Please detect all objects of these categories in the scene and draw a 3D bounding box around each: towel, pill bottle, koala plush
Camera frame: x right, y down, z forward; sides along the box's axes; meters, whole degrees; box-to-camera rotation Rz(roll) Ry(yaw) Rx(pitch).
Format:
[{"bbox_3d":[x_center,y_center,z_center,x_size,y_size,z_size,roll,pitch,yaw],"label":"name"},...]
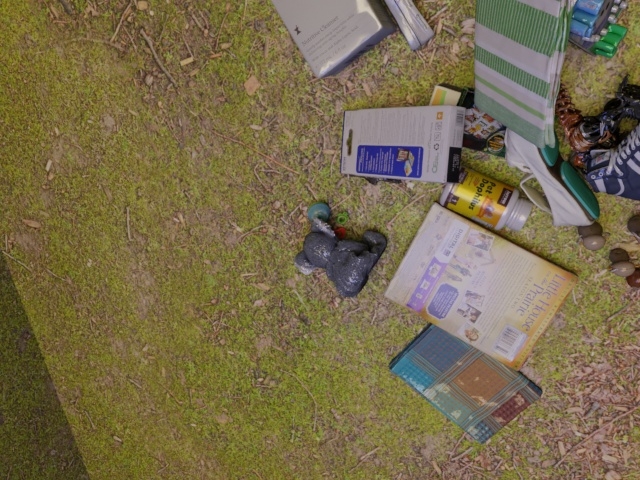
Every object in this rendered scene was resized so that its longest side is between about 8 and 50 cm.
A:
[{"bbox_3d":[0.419,0.412,1.628,0.370,0.040,0.271,39,117,5],"label":"towel"},{"bbox_3d":[0.384,-0.362,1.073,0.038,0.248,0.325,-25,134,-11],"label":"towel"},{"bbox_3d":[0.424,-0.104,1.410,0.215,0.117,0.117,25,114,11],"label":"pill bottle"},{"bbox_3d":[0.042,0.041,1.555,0.221,0.203,0.196,31,115,9],"label":"koala plush"}]

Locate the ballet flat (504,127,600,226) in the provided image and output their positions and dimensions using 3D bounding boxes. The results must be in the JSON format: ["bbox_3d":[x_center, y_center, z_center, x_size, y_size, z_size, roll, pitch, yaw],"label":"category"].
[{"bbox_3d":[0.518,-0.178,1.303,0.139,0.139,0.400,-29,113,26],"label":"ballet flat"}]

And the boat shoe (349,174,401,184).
[{"bbox_3d":[0.150,-0.177,1.523,0.152,0.056,0.049,2,103,20],"label":"boat shoe"}]

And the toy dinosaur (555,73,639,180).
[{"bbox_3d":[0.650,-0.252,1.267,0.322,0.164,0.218,33,135,-16],"label":"toy dinosaur"}]

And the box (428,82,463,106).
[{"bbox_3d":[0.314,-0.283,1.394,0.103,0.114,0.203,22,115,13],"label":"box"}]

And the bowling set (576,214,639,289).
[{"bbox_3d":[0.776,0.037,1.304,0.287,0.154,0.200,-13,102,24],"label":"bowling set"}]

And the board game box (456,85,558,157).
[{"bbox_3d":[0.436,-0.272,1.327,0.259,0.030,0.136,11,112,-18],"label":"board game box"}]

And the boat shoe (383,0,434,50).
[{"bbox_3d":[0.204,-0.589,1.363,0.075,0.083,0.226,-30,107,15],"label":"boat shoe"}]

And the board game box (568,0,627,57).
[{"bbox_3d":[0.608,-0.554,1.039,0.050,0.390,0.390,34,117,26],"label":"board game box"}]

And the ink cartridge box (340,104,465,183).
[{"bbox_3d":[0.192,-0.243,1.382,0.371,0.069,0.176,13,103,49],"label":"ink cartridge box"}]

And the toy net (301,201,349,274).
[{"bbox_3d":[0.000,0.000,1.651,0.122,0.045,0.232,11,117,-14],"label":"toy net"}]

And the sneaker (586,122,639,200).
[{"bbox_3d":[0.650,-0.193,1.149,0.153,0.099,0.282,12,143,24],"label":"sneaker"}]

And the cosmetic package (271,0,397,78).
[{"bbox_3d":[-0.005,-0.634,1.374,0.217,0.156,0.385,-31,95,28],"label":"cosmetic package"}]

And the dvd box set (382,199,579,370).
[{"bbox_3d":[0.424,0.121,1.497,0.420,0.062,0.308,28,107,10],"label":"dvd box set"}]
